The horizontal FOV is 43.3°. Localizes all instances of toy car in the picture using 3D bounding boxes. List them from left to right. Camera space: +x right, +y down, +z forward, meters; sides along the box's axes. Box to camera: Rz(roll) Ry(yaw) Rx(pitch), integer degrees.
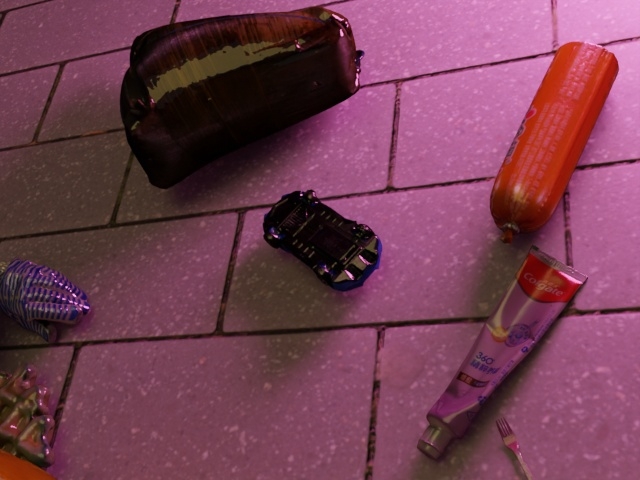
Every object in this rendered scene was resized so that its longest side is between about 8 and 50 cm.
[{"bbox_3d":[0.000,0.000,1.163,0.103,0.063,0.216,-46,46,-10],"label":"toy car"}]

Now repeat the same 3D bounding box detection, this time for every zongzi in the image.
[{"bbox_3d":[-0.150,-0.324,1.384,0.404,0.207,0.432,-22,40,3],"label":"zongzi"}]

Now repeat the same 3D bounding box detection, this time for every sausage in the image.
[{"bbox_3d":[0.306,-0.126,1.088,0.093,0.093,0.312,17,67,32],"label":"sausage"}]

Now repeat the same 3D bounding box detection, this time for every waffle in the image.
[{"bbox_3d":[-0.515,0.339,1.176,0.309,0.056,0.291,-26,51,8],"label":"waffle"}]

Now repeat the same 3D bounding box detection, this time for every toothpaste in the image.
[{"bbox_3d":[0.214,0.138,0.985,0.075,0.048,0.301,25,69,39],"label":"toothpaste"}]

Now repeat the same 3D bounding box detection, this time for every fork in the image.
[{"bbox_3d":[0.231,0.255,0.920,0.016,0.012,0.115,-31,56,8],"label":"fork"}]

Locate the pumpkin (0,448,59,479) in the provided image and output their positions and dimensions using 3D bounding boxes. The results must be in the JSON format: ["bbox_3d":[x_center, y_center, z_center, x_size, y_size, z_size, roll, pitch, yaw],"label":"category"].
[{"bbox_3d":[-0.343,0.374,0.923,0.332,0.332,0.199,18,61,33],"label":"pumpkin"}]

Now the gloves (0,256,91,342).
[{"bbox_3d":[-0.470,0.092,1.308,0.229,0.097,0.119,12,94,25],"label":"gloves"}]
